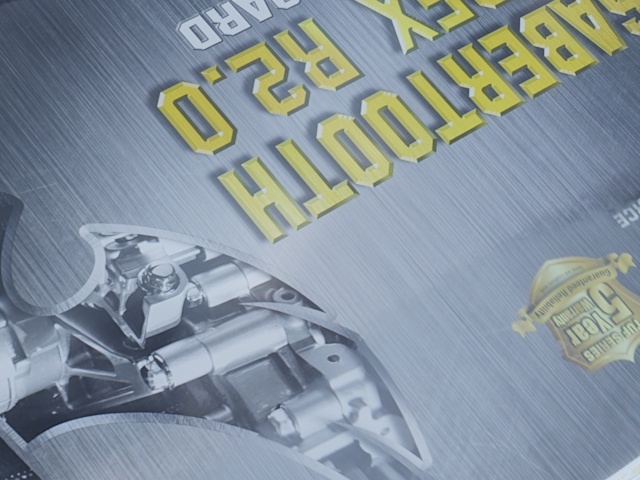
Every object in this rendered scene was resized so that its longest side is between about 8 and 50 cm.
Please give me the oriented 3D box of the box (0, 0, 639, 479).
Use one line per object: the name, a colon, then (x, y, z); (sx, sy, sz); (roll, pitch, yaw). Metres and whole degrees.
box: (0.000, 0.000, 0.422); (0.231, 0.183, 0.056); (-29, 156, -25)
